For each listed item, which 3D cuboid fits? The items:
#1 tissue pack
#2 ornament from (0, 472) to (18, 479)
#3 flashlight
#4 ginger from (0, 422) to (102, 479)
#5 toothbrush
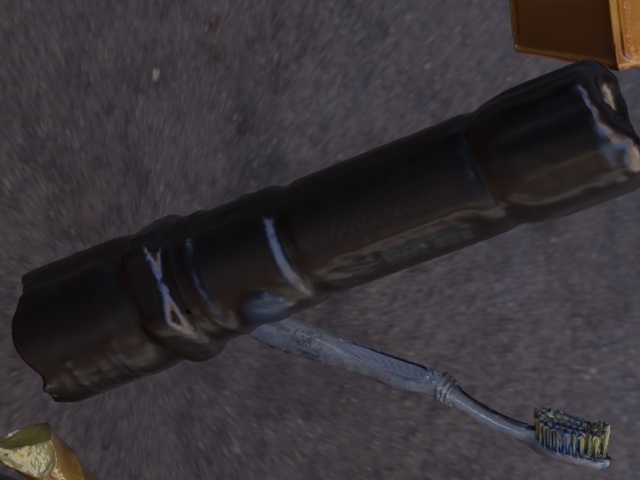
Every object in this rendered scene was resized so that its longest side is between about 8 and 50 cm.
[{"bbox_3d":[0.321,-0.246,1.452,0.275,0.194,0.145,-12,102,-19],"label":"tissue pack"},{"bbox_3d":[-0.364,0.186,1.479,0.080,0.202,0.236,-40,84,27],"label":"ornament"},{"bbox_3d":[0.000,0.000,1.035,0.424,0.103,0.103,-20,89,22],"label":"flashlight"},{"bbox_3d":[-0.193,0.171,1.238,0.137,0.057,0.044,47,52,-38],"label":"ginger"},{"bbox_3d":[0.059,0.108,1.391,0.035,0.413,0.042,-28,126,-45],"label":"toothbrush"}]
